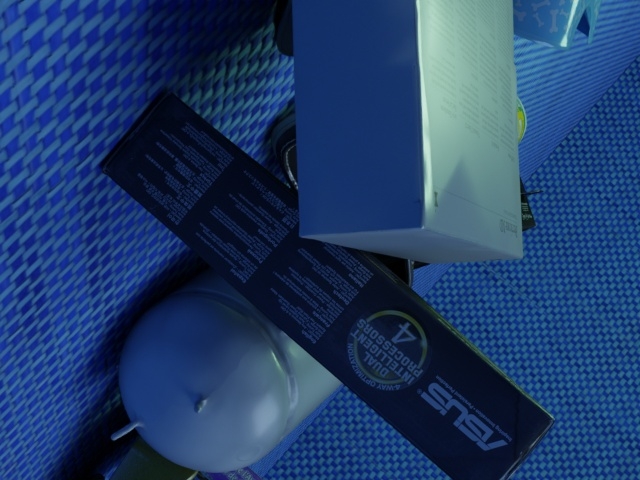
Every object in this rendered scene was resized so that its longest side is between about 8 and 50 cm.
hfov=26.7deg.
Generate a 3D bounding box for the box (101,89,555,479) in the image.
[{"bbox_3d":[0.023,0.055,1.161,0.097,0.395,0.318,-49,170,-2],"label":"box"}]

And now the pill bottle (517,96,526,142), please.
[{"bbox_3d":[0.233,-0.169,2.059,0.117,0.117,0.208,-55,168,25],"label":"pill bottle"}]

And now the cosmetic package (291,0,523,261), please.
[{"bbox_3d":[0.078,-0.132,1.049,0.377,0.097,0.284,13,73,-71],"label":"cosmetic package"}]

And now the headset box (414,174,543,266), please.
[{"bbox_3d":[0.181,-0.031,1.970,0.293,0.110,0.218,-20,177,13],"label":"headset box"}]

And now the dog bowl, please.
[{"bbox_3d":[0.245,-0.294,1.579,0.074,0.166,0.297,-67,164,18],"label":"dog bowl"}]

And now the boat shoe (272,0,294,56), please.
[{"bbox_3d":[-0.008,-0.209,1.106,0.046,0.038,0.125,2,136,-22],"label":"boat shoe"}]

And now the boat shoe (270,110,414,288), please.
[{"bbox_3d":[0.039,-0.035,1.447,0.103,0.092,0.285,-24,141,10],"label":"boat shoe"}]

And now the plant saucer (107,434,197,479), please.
[{"bbox_3d":[-0.200,0.273,1.702,0.333,0.081,0.333,-55,-179,35],"label":"plant saucer"}]

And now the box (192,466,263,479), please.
[{"bbox_3d":[-0.154,0.411,2.208,0.057,0.201,0.293,-46,169,-20],"label":"box"}]

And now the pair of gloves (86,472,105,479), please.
[{"bbox_3d":[-0.374,0.412,1.717,0.240,0.042,0.204,-52,170,11],"label":"pair of gloves"}]

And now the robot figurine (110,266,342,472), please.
[{"bbox_3d":[-0.086,0.124,1.490,0.300,0.200,0.353,-37,180,35],"label":"robot figurine"}]
